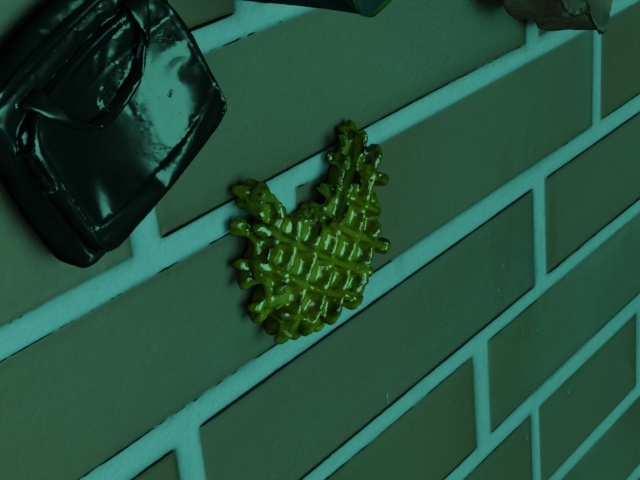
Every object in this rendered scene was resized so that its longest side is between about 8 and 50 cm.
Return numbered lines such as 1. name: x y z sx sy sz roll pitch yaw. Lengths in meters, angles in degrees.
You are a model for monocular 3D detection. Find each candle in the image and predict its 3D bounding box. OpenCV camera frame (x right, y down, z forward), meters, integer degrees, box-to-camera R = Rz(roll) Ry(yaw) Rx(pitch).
1. candle: 0.353 -0.462 1.893 0.317 0.131 0.287 -9 102 -62

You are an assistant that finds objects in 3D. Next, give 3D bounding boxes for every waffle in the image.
1. waffle: 0.000 0.000 1.612 0.293 0.069 0.259 -36 127 -41

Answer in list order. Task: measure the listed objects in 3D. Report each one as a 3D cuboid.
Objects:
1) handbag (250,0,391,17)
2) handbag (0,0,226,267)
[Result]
1. handbag: -0.022 -0.376 1.311 0.222 0.241 0.263 -51 136 -30
2. handbag: -0.219 -0.136 1.262 0.275 0.088 0.244 -51 133 -29
